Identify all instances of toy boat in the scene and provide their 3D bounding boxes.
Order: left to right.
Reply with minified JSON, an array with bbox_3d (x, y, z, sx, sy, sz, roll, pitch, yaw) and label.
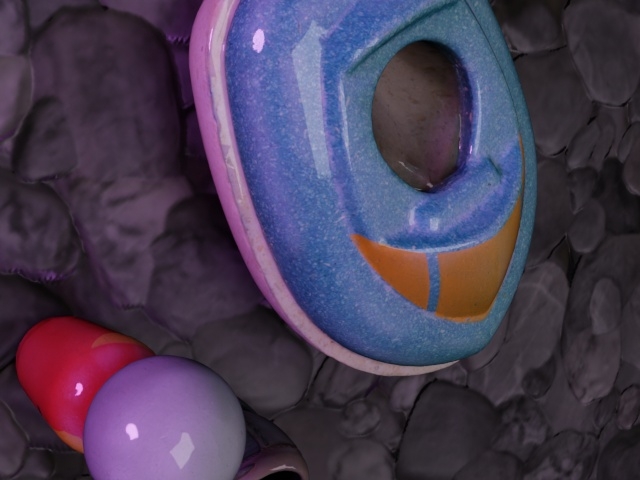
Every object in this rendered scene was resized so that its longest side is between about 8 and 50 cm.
[{"bbox_3d":[0.000,0.000,0.513,0.318,0.148,0.268,-40,122,-23],"label":"toy boat"}]

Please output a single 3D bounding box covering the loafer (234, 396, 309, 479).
[{"bbox_3d":[-0.104,0.199,0.523,0.096,0.084,0.268,43,75,-36],"label":"loafer"}]
